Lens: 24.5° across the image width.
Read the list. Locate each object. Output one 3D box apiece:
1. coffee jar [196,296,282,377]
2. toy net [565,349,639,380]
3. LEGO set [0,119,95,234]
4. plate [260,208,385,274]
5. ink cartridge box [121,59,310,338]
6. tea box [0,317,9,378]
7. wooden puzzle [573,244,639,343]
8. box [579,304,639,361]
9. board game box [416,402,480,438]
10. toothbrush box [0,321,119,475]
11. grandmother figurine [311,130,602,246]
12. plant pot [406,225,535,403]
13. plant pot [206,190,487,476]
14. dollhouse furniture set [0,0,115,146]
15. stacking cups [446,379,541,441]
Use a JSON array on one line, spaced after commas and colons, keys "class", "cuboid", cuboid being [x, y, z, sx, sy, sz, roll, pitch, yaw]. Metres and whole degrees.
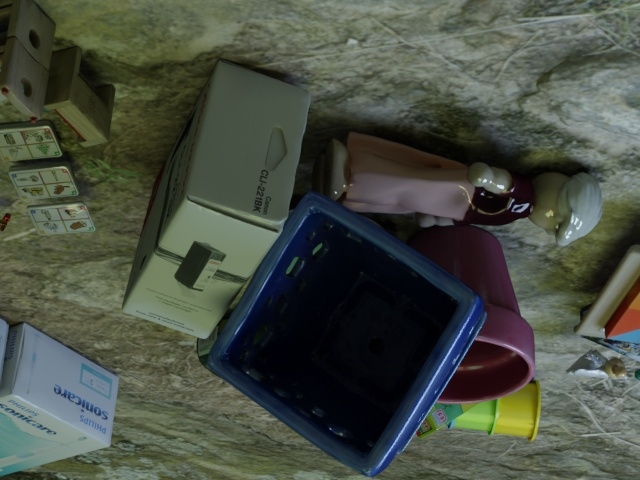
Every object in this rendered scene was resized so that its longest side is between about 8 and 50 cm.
[{"class": "coffee jar", "cuboid": [-0.079, 0.137, 2.082, 0.184, 0.079, 0.096, -20, 139, 34]}, {"class": "toy net", "cuboid": [0.442, 0.171, 2.021, 0.122, 0.045, 0.232, 9, 173, -38]}, {"class": "LEGO set", "cuboid": [-0.414, -0.077, 1.810, 0.244, 0.060, 0.182, -5, 136, 11]}, {"class": "plate", "cuboid": [0.000, 0.000, 1.902, 0.188, 0.024, 0.188, 2, 150, 1]}, {"class": "ink cartridge box", "cuboid": [-0.121, -0.042, 1.667, 0.114, 0.197, 0.273, 19, 146, -13]}, {"class": "tea box", "cuboid": [-0.677, 0.178, 2.064, 0.329, 0.220, 0.323, -17, 145, 28]}, {"class": "wooden puzzle", "cuboid": [0.468, 0.087, 1.902, 0.221, 0.044, 0.238, 8, 149, -9]}, {"class": "box", "cuboid": [0.492, 0.097, 2.003, 0.159, 0.044, 0.233, 24, 143, -30]}, {"class": "board game box", "cuboid": [0.184, 0.197, 2.058, 0.181, 0.092, 0.043, -24, 171, -42]}, {"class": "toothbrush box", "cuboid": [-0.493, 0.255, 2.267, 0.295, 0.126, 0.216, -18, 142, 32]}, {"class": "grandmother figurine", "cuboid": [0.171, -0.058, 1.731, 0.342, 0.104, 0.208, 7, 176, -12]}, {"class": "plant pot", "cuboid": [0.170, 0.089, 1.884, 0.201, 0.180, 0.201, 1, 149, 1]}, {"class": "plant pot", "cuboid": [0.046, 0.110, 1.674, 0.236, 0.236, 0.212, 32, -179, 17]}, {"class": "dollhouse furniture set", "cuboid": [-0.328, -0.149, 1.578, 0.129, 0.129, 0.183, -11, 146, 22]}, {"class": "stacking cups", "cuboid": [0.170, 0.247, 2.235, 0.316, 0.096, 0.096, 4, 149, 0]}]
